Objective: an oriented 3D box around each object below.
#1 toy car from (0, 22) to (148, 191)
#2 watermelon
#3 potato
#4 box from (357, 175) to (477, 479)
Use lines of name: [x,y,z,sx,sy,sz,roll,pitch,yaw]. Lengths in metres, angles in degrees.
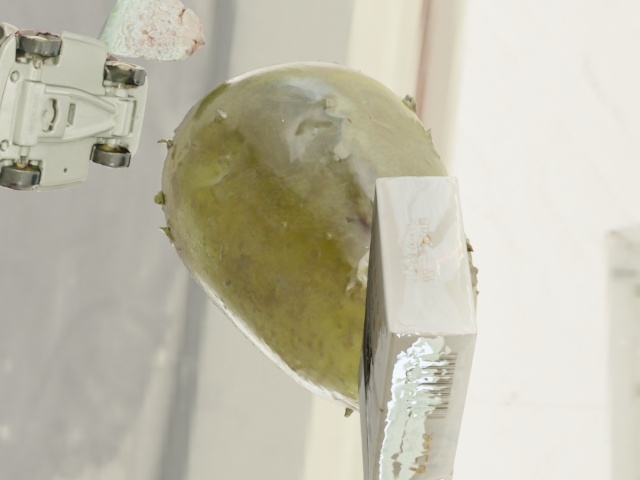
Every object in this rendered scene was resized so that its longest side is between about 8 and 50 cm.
toy car: [-0.200,-0.097,1.317,0.112,0.139,0.112,21,-76,43]
watermelon: [-0.166,-0.217,1.853,0.081,0.094,0.180,-56,-160,17]
potato: [0.019,-0.005,1.761,0.359,0.270,0.219,51,-14,22]
box: [0.066,0.085,1.373,0.233,0.067,0.149,94,-3,-48]
